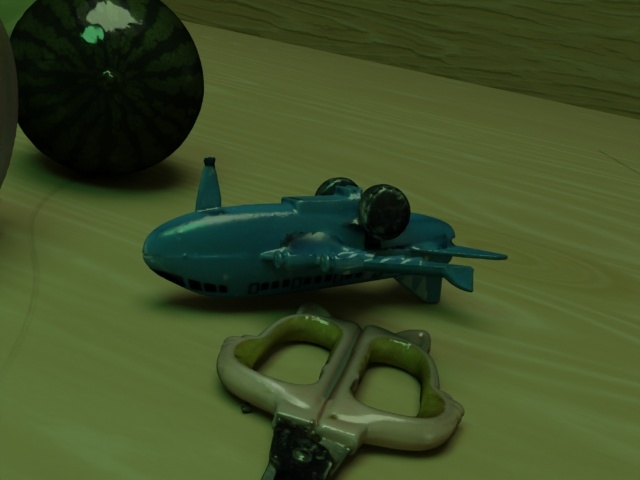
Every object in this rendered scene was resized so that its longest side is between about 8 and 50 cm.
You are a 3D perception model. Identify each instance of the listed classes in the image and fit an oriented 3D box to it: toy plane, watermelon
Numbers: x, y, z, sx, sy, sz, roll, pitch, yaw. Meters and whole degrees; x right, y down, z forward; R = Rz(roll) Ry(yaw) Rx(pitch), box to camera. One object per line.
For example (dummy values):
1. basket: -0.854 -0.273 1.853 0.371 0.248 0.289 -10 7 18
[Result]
1. toy plane: 0.000 0.000 0.590 0.271 0.105 0.254 8 4 -25
2. watermelon: -0.227 -0.170 0.800 0.212 0.212 0.212 9 20 -3

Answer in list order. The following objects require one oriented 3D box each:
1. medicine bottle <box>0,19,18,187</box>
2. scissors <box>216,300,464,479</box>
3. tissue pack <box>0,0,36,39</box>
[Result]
1. medicine bottle: -0.442 -0.118 0.534 0.388 0.219 0.219 11 20 4
2. scissors: -0.005 0.107 0.414 0.160 0.024 0.317 15 20 10
3. tissue pack: -0.466 -0.321 1.083 0.380 0.207 0.297 13 18 8
